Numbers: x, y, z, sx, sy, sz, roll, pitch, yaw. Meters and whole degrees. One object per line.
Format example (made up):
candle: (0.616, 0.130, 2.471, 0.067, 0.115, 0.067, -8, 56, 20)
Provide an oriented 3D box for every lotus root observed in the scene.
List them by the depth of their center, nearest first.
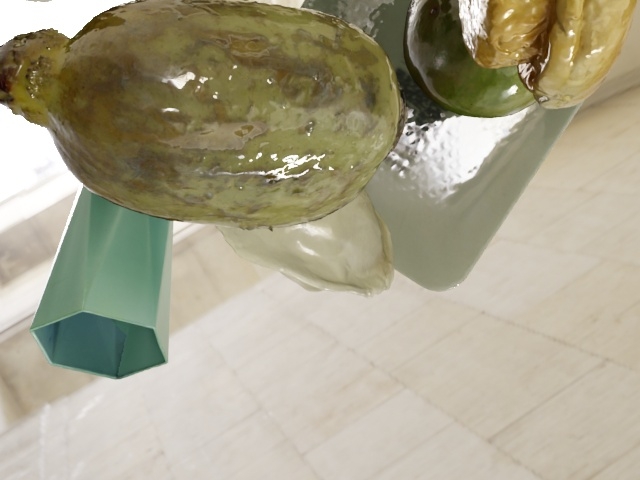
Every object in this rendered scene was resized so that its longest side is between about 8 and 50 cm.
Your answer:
lotus root: (-0.080, -0.093, 0.717, 0.173, 0.309, 0.173, 180, -90, -65)

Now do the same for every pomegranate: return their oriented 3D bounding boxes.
pomegranate: (0.181, -0.219, 1.010, 0.179, 0.179, 0.210, 59, -17, 0)

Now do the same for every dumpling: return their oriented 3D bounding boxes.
dumpling: (0.003, 0.000, 1.029, 0.216, 0.126, 0.166, 36, 22, -52)

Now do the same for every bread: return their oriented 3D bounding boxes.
bread: (0.167, -0.223, 0.730, 0.198, 0.120, 0.236, 83, 4, -78)

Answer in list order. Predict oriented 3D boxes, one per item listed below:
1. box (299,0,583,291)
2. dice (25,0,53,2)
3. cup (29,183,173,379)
box: (0.111, -0.172, 1.244, 0.367, 0.373, 0.090, 33, 3, -5)
dice: (-0.389, -0.475, 1.124, 0.304, 0.304, 0.277, 22, 21, -15)
cup: (-0.221, 0.017, 1.078, 0.134, 0.148, 0.236, -44, -147, 47)
